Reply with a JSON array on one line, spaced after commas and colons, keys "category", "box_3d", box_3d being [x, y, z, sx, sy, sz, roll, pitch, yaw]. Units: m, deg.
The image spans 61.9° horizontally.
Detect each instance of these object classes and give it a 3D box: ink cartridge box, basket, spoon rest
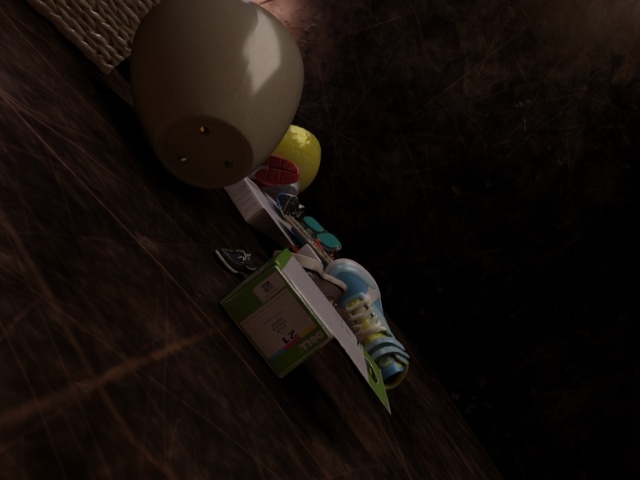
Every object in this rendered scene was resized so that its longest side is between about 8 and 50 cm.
[{"category": "ink cartridge box", "box_3d": [-0.015, 0.145, 0.781, 0.255, 0.097, 0.189, 53, 4, -3]}, {"category": "basket", "box_3d": [-0.453, -0.564, 1.014, 0.328, 0.266, 0.331, 54, 4, 37]}, {"category": "ink cartridge box", "box_3d": [-0.117, -0.032, 1.426, 0.261, 0.066, 0.296, 54, 5, 22]}, {"category": "spoon rest", "box_3d": [-0.046, 0.080, 1.287, 0.137, 0.084, 0.276, 53, -9, 11]}]

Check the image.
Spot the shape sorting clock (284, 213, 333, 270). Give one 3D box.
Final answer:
[{"category": "shape sorting clock", "box_3d": [-0.018, 0.009, 1.344, 0.206, 0.040, 0.206, 51, 0, 0]}]

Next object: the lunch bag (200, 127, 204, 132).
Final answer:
[{"category": "lunch bag", "box_3d": [-0.264, -0.318, 1.334, 0.107, 0.224, 0.279, 19, -12, 29]}]

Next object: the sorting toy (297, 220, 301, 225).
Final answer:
[{"category": "sorting toy", "box_3d": [-0.080, -0.027, 2.049, 0.229, 0.041, 0.307, 57, 5, 11]}]

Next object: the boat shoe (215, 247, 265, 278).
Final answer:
[{"category": "boat shoe", "box_3d": [-0.129, 0.035, 0.884, 0.046, 0.038, 0.125, 54, 4, 31]}]

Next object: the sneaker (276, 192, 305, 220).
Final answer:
[{"category": "sneaker", "box_3d": [-0.099, -0.097, 1.471, 0.073, 0.063, 0.162, 34, -5, 14]}]

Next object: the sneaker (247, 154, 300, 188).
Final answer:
[{"category": "sneaker", "box_3d": [-0.158, -0.180, 1.502, 0.221, 0.087, 0.128, 8, -11, 10]}]

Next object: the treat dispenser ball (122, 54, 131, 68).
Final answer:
[{"category": "treat dispenser ball", "box_3d": [-0.392, -0.545, 1.352, 0.288, 0.288, 0.288, 51, 4, -5]}]

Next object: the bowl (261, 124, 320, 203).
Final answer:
[{"category": "bowl", "box_3d": [-0.133, -0.205, 1.638, 0.289, 0.289, 0.156, 46, 32, -55]}]

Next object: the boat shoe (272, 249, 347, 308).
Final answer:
[{"category": "boat shoe", "box_3d": [-0.025, 0.103, 1.048, 0.116, 0.097, 0.324, 10, -12, 15]}]

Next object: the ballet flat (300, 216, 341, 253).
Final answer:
[{"category": "ballet flat", "box_3d": [0.000, 0.000, 1.501, 0.070, 0.070, 0.188, 48, 1, -40]}]

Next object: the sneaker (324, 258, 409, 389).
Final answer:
[{"category": "sneaker", "box_3d": [0.114, 0.201, 1.226, 0.319, 0.127, 0.208, 62, 1, -21]}]

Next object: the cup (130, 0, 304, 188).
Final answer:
[{"category": "cup", "box_3d": [-0.197, -0.237, 0.971, 0.331, 0.331, 0.237, 48, 32, -42]}]

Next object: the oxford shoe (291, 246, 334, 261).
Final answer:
[{"category": "oxford shoe", "box_3d": [0.012, 0.074, 1.690, 0.271, 0.098, 0.097, 51, 4, 0]}]
